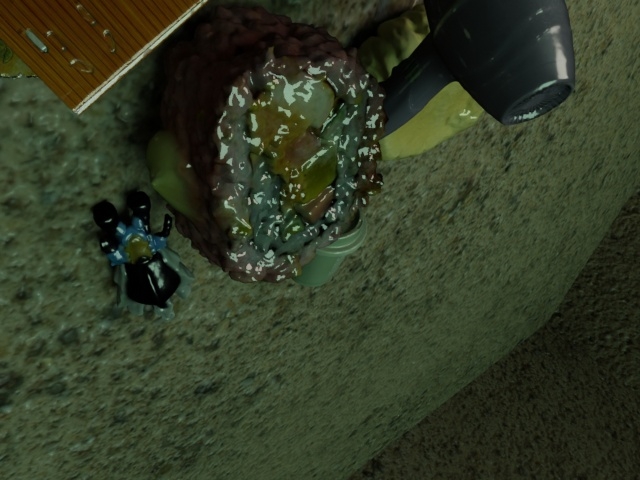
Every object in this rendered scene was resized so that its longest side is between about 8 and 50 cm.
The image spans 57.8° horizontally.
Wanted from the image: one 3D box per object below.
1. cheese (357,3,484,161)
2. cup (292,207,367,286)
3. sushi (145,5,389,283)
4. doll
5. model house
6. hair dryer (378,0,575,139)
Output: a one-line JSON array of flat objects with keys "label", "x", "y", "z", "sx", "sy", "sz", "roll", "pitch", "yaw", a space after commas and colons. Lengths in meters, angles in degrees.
[{"label": "cheese", "x": 0.134, "y": -0.204, "z": 0.779, "sx": 0.214, "sy": 0.117, "sz": 0.226, "roll": -23, "pitch": 147, "yaw": -25}, {"label": "cup", "x": 0.000, "y": 0.000, "z": 0.853, "sx": 0.120, "sy": 0.120, "sz": 0.141, "roll": -28, "pitch": 154, "yaw": -29}, {"label": "sushi", "x": -0.067, "y": -0.096, "z": 0.596, "sx": 0.236, "sy": 0.171, "sz": 0.270, "roll": -30, "pitch": 144, "yaw": -26}, {"label": "doll", "x": -0.202, "y": 0.033, "z": 0.675, "sx": 0.096, "sy": 0.070, "sz": 0.195, "roll": -20, "pitch": 136, "yaw": -14}, {"label": "model house", "x": -0.174, "y": -0.171, "z": 0.403, "sx": 0.219, "sy": 0.136, "sz": 0.207, "roll": -44, "pitch": 151, "yaw": -6}, {"label": "hair dryer", "x": 0.070, "y": -0.206, "z": 0.634, "sx": 0.121, "sy": 0.301, "sz": 0.361, "roll": -6, "pitch": 160, "yaw": -44}]
